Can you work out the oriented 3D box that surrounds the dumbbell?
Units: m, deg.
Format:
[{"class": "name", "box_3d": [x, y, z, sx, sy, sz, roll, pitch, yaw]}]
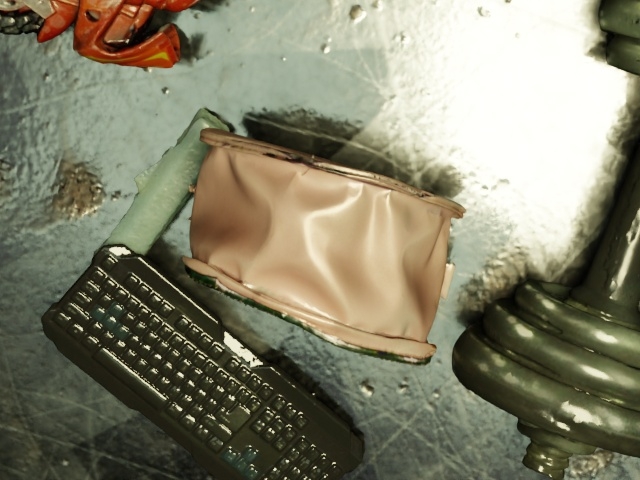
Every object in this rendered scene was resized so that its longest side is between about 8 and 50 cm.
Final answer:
[{"class": "dumbbell", "box_3d": [0.223, -0.025, 0.893, 0.179, 0.179, 0.406, 20, 100, 3]}]

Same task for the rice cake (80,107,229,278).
[{"class": "rice cake", "box_3d": [-0.134, -0.022, 1.005, 0.042, 0.030, 0.180, 35, 101, -5]}]

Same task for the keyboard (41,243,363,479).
[{"class": "keyboard", "box_3d": [-0.089, 0.114, 1.012, 0.262, 0.016, 0.106, 41, 101, -9]}]

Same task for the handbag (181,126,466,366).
[{"class": "handbag", "box_3d": [0.000, 0.001, 0.924, 0.205, 0.179, 0.116, 18, 93, 2]}]

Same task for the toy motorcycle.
[{"class": "toy motorcycle", "box_3d": [-0.115, -0.229, 0.941, 0.298, 0.089, 0.171, -38, 94, 10]}]
